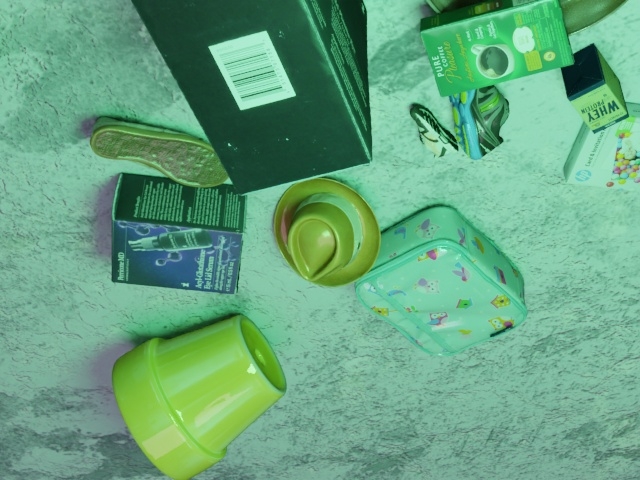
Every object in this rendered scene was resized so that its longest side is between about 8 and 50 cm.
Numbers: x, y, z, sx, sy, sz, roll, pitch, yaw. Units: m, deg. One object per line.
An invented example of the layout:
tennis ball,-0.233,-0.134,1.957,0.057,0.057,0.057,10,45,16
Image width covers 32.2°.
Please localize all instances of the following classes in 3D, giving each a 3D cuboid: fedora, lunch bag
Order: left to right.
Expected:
fedora,0.000,0.000,1.748,0.194,0.079,0.194,9,119,17
lunch bag,0.200,0.082,1.853,0.224,0.108,0.279,-29,129,27

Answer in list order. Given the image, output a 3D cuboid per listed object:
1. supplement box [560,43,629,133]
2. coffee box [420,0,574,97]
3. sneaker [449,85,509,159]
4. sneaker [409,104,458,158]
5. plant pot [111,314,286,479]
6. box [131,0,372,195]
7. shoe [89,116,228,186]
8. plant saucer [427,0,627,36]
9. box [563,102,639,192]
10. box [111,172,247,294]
supplement box,0.385,-0.213,1.559,0.056,0.083,0.083,-26,131,27
coffee box,0.232,-0.263,1.465,0.184,0.040,0.113,-14,131,15
sneaker,0.231,-0.205,1.594,0.078,0.067,0.188,-25,131,-14
sneaker,0.162,-0.158,1.651,0.044,0.040,0.109,-26,130,27
plant pot,-0.200,0.260,1.964,0.239,0.254,0.254,-30,130,8
box,-0.072,-0.290,1.318,0.179,0.312,0.343,-13,134,14
shoe,-0.239,-0.139,1.671,0.219,0.058,0.076,16,114,-21
plant saucer,0.269,-0.382,1.399,0.311,0.050,0.310,0,140,0
box,0.480,-0.138,1.671,0.186,0.038,0.145,8,136,-6
box,-0.225,-0.009,1.762,0.207,0.108,0.153,5,137,-5
